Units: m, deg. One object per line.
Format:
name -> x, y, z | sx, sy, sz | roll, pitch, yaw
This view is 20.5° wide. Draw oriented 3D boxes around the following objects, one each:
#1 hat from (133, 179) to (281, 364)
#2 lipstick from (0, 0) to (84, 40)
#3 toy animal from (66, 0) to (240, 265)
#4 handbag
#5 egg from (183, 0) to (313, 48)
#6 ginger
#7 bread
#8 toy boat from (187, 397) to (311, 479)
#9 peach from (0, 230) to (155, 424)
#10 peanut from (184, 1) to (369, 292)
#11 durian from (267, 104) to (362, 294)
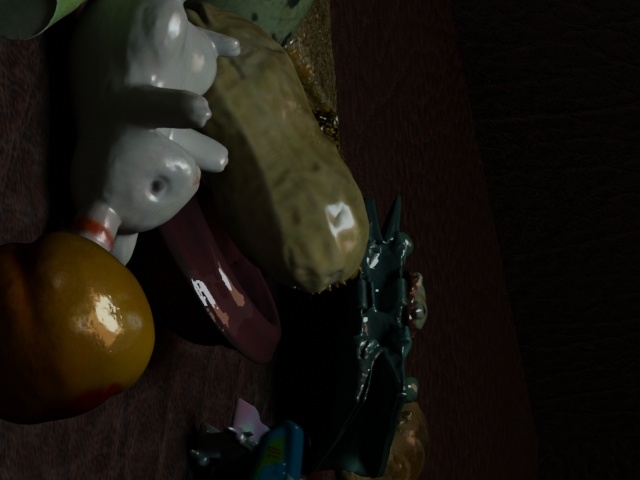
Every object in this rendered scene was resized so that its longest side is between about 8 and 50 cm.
hat -> -0.113, 0.032, 1.590 | 0.205, 0.089, 0.205 | 59, 7, -11
lipstick -> -0.197, -0.233, 1.425 | 0.304, 0.076, 0.076 | -63, 145, -67
toy animal -> -0.142, -0.074, 1.445 | 0.140, 0.138, 0.282 | 59, 29, -70
handbag -> 0.057, 0.124, 2.065 | 0.274, 0.100, 0.268 | 113, -18, -56
egg -> -0.087, -0.260, 1.692 | 0.177, 0.177, 0.228 | 13, 88, -76
ginger -> 0.086, 0.288, 2.376 | 0.294, 0.086, 0.131 | -3, 110, -72
bread -> -0.056, -0.257, 1.965 | 0.184, 0.111, 0.234 | 55, 30, -58
toy boat -> -0.091, 0.291, 1.613 | 0.092, 0.134, 0.298 | 33, 42, -23
peach -> -0.186, 0.058, 1.206 | 0.138, 0.138, 0.138 | -6, 90, -77
peanut -> -0.056, -0.085, 1.573 | 0.290, 0.130, 0.130 | 62, 11, 10
durian -> -0.038, -0.037, 1.901 | 0.138, 0.183, 0.249 | -49, 149, -20
